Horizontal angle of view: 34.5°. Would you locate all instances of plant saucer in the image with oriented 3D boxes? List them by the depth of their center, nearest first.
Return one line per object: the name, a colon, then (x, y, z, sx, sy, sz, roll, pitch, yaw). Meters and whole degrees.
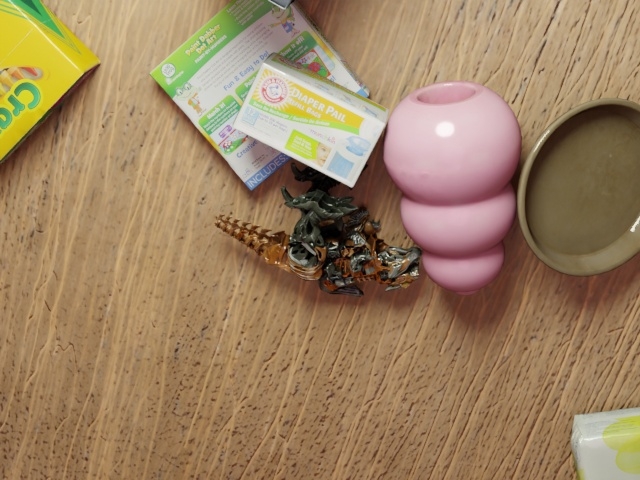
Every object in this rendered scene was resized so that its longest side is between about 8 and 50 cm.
plant saucer: (0.413, -0.081, 1.561, 0.278, 0.041, 0.277, -6, 109, -19)

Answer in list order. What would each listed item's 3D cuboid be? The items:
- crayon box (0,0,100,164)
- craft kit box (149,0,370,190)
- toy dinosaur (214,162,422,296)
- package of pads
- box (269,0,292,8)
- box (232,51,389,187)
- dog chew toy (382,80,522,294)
crayon box: (-0.591, -0.267, 1.639, 0.363, 0.106, 0.313, -41, 100, 18)
craft kit box: (-0.094, -0.248, 1.613, 0.250, 0.061, 0.246, -37, 104, 17)
toy dinosaur: (0.000, 0.000, 1.644, 0.322, 0.164, 0.218, -3, 127, -14)
package of pads: (0.552, 0.423, 1.740, 0.229, 0.101, 0.296, -9, 107, 9)
box: (-0.028, -0.494, 1.391, 0.183, 0.294, 0.296, 31, 110, -4)
box: (-0.013, -0.183, 1.542, 0.203, 0.103, 0.114, 26, 110, -2)
dog chew toy: (0.208, -0.069, 1.568, 0.207, 0.206, 0.331, -6, 116, 9)
